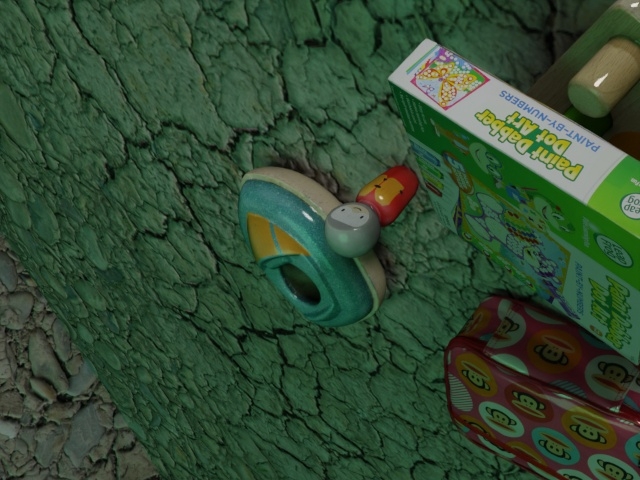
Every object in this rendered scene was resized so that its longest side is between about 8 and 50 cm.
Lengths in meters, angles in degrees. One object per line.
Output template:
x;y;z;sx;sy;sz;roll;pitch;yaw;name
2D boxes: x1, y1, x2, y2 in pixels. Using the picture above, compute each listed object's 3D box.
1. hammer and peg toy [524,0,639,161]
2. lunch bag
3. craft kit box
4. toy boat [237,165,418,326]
0.293;-0.064;0.596;0.266;0.127;0.361;44;169;2;hammer and peg toy
0.302;0.222;1.000;0.293;0.120;0.258;24;144;31;lunch bag
0.185;-0.025;0.667;0.246;0.061;0.250;37;170;31;craft kit box
0.000;0.000;1.055;0.267;0.148;0.318;50;146;-5;toy boat
